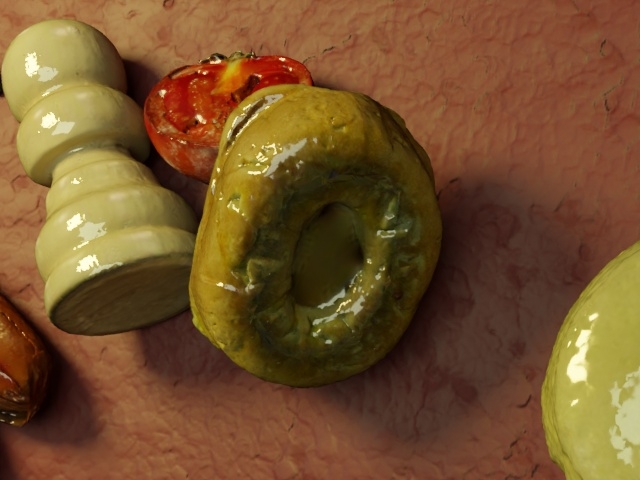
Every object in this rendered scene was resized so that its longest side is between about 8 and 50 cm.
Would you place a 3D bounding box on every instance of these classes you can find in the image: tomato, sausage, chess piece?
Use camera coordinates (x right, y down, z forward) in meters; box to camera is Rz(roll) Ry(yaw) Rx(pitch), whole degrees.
[{"bbox_3d":[-0.081,-0.104,1.281,0.159,0.091,0.139,-1,45,4],"label":"tomato"},{"bbox_3d":[-0.380,0.056,1.358,0.330,0.102,0.102,40,95,21],"label":"sausage"},{"bbox_3d":[-0.213,-0.076,1.301,0.167,0.167,0.300,-25,68,13],"label":"chess piece"}]

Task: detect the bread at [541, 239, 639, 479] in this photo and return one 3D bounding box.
[{"bbox_3d":[0.330,0.123,1.024,0.320,0.237,0.320,-5,71,15],"label":"bread"}]

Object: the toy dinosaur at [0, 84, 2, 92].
[{"bbox_3d":[-0.624,-0.142,1.472,0.500,0.144,0.374,28,122,-3],"label":"toy dinosaur"}]

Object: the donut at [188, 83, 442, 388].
[{"bbox_3d":[0.000,0.000,1.179,0.208,0.128,0.261,6,110,-14],"label":"donut"}]
